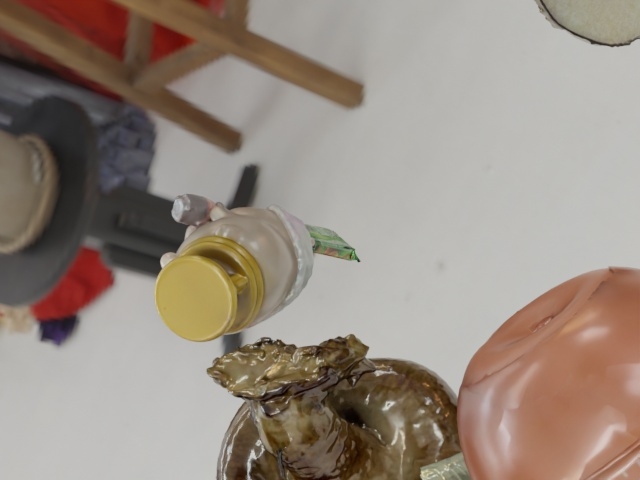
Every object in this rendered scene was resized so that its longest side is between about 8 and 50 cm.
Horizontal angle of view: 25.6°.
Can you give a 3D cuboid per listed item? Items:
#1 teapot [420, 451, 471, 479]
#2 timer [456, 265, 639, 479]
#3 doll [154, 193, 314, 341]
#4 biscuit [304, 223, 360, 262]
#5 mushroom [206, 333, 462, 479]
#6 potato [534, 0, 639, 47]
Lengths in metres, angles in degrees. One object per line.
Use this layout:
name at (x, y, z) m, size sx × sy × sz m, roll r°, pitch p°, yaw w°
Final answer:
teapot at (0.139, 0.214, 1.306) m, size 0.083 × 0.067 × 0.057 m, roll -34°, pitch 89°, yaw 10°
timer at (0.221, 0.141, 1.039) m, size 0.229 × 0.229 × 0.215 m, roll -33°, pitch 96°, yaw 37°
doll at (-0.049, 0.007, 0.769) m, size 0.073 × 0.127 × 0.084 m, roll -40°, pitch 89°, yaw 25°
biscuit at (0.000, 0.000, 1.274) m, size 0.046 × 0.089 × 0.016 m, roll 40°, pitch 105°, yaw 29°
mushroom at (0.041, 0.280, 1.703) m, size 0.356 × 0.331 × 0.334 m, roll 122°, pitch 140°, yaw -79°
potato at (0.318, -0.400, 1.735) m, size 0.246 × 0.300 × 0.196 m, roll -38°, pitch 30°, yaw 11°
